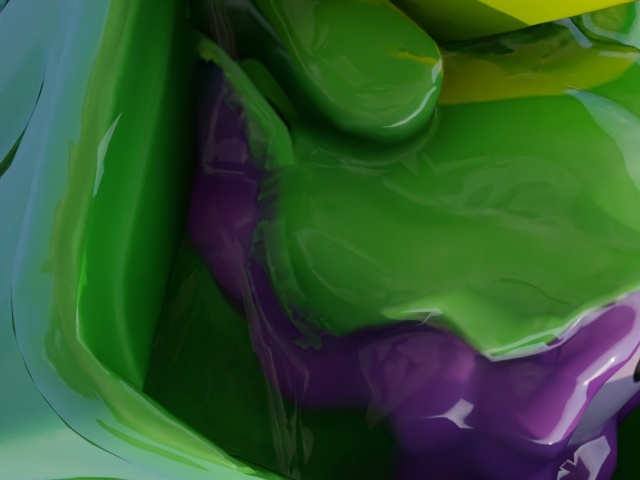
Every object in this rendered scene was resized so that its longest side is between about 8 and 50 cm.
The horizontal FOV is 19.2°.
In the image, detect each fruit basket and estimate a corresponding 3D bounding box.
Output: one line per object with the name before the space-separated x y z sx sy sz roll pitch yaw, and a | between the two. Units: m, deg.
fruit basket | 0.059 -0.096 0.472 0.283 0.392 0.392 28 -102 -31
